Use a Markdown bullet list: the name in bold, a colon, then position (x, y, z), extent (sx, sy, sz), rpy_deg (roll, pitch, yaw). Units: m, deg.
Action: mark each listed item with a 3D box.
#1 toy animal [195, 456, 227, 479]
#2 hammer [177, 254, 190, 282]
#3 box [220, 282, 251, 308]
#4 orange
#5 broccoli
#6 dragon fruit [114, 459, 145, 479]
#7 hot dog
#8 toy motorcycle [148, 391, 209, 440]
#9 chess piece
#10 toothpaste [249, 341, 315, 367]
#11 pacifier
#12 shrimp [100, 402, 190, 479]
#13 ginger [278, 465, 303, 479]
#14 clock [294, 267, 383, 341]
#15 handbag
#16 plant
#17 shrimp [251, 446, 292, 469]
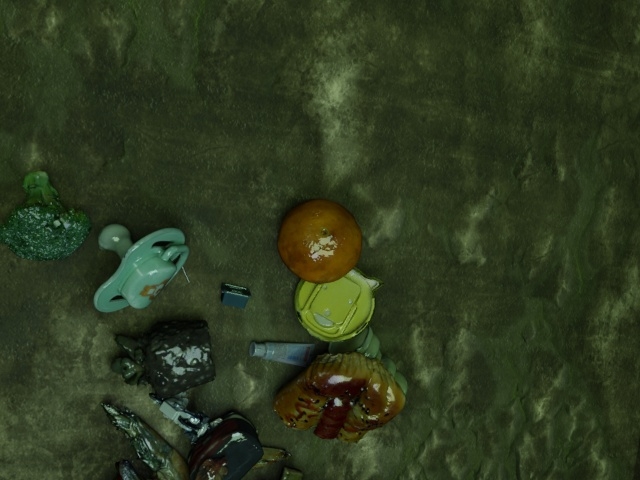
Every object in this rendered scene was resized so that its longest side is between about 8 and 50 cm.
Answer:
- **toy animal**: position (-0.372, 0.796, 1.710), extent (0.312, 0.097, 0.157), rpy_deg (-47, 108, -18)
- **hammer**: position (-0.448, 0.088, 1.847), extent (0.036, 0.019, 0.110), rpy_deg (-24, 105, -14)
- **box**: position (-0.285, 0.186, 1.885), extent (0.099, 0.074, 0.054), rpy_deg (15, 101, -19)
- **orange**: position (0.000, 0.000, 1.866), extent (0.284, 0.226, 0.283), rpy_deg (2, 79, -10)
- **broccoli**: position (-0.796, -0.071, 1.620), extent (0.254, 0.269, 0.268), rpy_deg (-12, 99, -22)
- **dragon fruit**: position (-0.587, 0.843, 1.781), extent (0.234, 0.234, 0.292), rpy_deg (-3, 82, -18)
- **hot dog**: position (0.078, 0.521, 1.878), extent (0.367, 0.196, 0.365), rpy_deg (25, 128, -19)
- **toy motorcycle**: position (-0.444, 0.551, 1.818), extent (0.102, 0.221, 0.150), rpy_deg (-58, 153, -8)
- **chess piece**: position (0.192, 0.453, 2.022), extent (0.182, 0.182, 0.330), rpy_deg (-44, 112, -9)
- **toothpaste**: position (-0.128, 0.389, 1.970), extent (0.234, 0.057, 0.089), rpy_deg (12, 94, -26)
- **pacifier**: position (-0.563, 0.055, 1.723), extent (0.343, 0.288, 0.269), rpy_deg (-46, 73, 13)
- **shrimp**: position (-0.554, 0.690, 1.767), extent (0.085, 0.272, 0.445), rpy_deg (-35, 94, 14)
- **ginger**: position (-0.097, 0.973, 1.909), extent (0.414, 0.211, 0.358), rpy_deg (-28, 119, -5)
- **clock**: position (0.052, 0.210, 1.958), extent (0.277, 0.071, 0.293), rpy_deg (35, 75, 11)
- **handbag**: position (-0.321, 0.695, 1.864), extent (0.254, 0.181, 0.181), rpy_deg (-46, 108, -6)
- **plant**: position (-0.489, 0.365, 1.761), extent (0.313, 0.213, 0.215), rpy_deg (-6, 100, -17)
- **shrimp**: position (-0.192, 0.760, 1.994), extent (0.190, 0.042, 0.101), rpy_deg (4, 115, -19)
